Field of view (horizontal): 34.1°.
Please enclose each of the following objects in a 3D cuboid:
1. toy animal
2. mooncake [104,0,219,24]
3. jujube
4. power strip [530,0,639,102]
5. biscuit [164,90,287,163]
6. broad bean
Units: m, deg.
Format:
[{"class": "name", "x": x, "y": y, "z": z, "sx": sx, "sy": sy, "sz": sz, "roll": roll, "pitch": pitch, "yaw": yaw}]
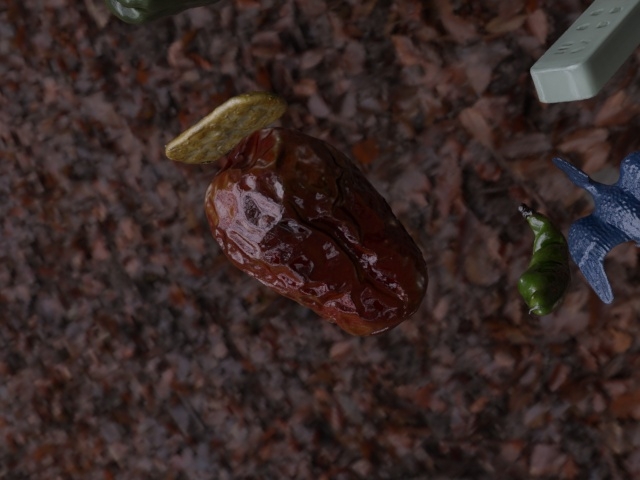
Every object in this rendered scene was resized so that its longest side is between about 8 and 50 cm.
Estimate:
[{"class": "toy animal", "x": 0.447, "y": -0.035, "z": 1.534, "sx": 0.239, "sy": 0.176, "sz": 0.255, "roll": -57, "pitch": 31, "yaw": 9}, {"class": "mooncake", "x": -0.249, "y": -0.470, "z": 1.394, "sx": 0.356, "sy": 0.194, "sz": 0.356, "roll": 56, "pitch": 164, "yaw": 25}, {"class": "jujube", "x": 0.000, "y": 0.000, "z": 1.457, "sx": 0.342, "sy": 0.216, "sz": 0.216, "roll": 40, "pitch": 143, "yaw": -17}, {"class": "power strip", "x": 0.433, "y": -0.321, "z": 1.521, "sx": 0.091, "sy": 0.385, "sz": 0.062, "roll": 1, "pitch": 127, "yaw": 44}, {"class": "biscuit", "x": -0.156, "y": -0.180, "z": 1.712, "sx": 0.247, "sy": 0.118, "sz": 0.029, "roll": -29, "pitch": 63, "yaw": 40}, {"class": "broad bean", "x": 0.240, "y": 0.029, "z": 1.112, "sx": 0.061, "sy": 0.195, "sz": 0.046, "roll": 26, "pitch": 124, "yaw": -12}]
